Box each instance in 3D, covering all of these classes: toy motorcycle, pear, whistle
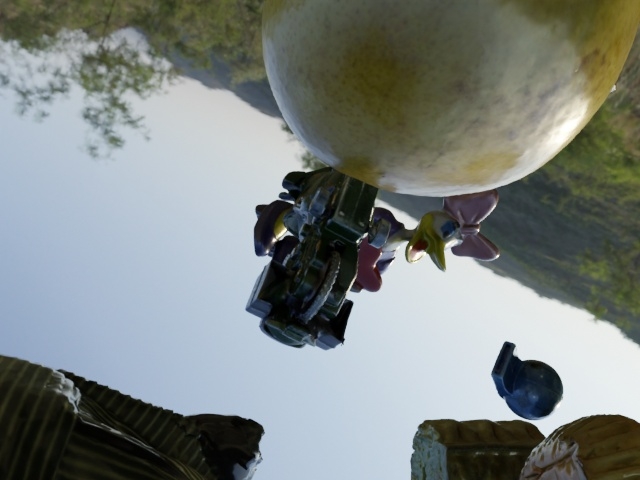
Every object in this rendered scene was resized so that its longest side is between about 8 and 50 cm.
[{"bbox_3d":[0.000,0.000,0.750,0.124,0.275,0.187,28,145,-11],"label":"toy motorcycle"},{"bbox_3d":[0.099,-0.184,0.560,0.314,0.315,0.314,21,-173,-3],"label":"pear"},{"bbox_3d":[0.286,0.197,0.918,0.090,0.090,0.158,26,163,30],"label":"whistle"}]

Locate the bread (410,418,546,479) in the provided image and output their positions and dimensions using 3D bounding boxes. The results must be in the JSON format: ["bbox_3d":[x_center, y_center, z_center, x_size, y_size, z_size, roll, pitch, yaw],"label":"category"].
[{"bbox_3d":[0.272,0.363,1.090,0.267,0.152,0.130,8,150,-28],"label":"bread"}]

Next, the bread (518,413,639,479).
[{"bbox_3d":[0.341,0.332,0.833,0.139,0.240,0.240,1,-167,-14],"label":"bread"}]

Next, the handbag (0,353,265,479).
[{"bbox_3d":[-0.150,0.246,0.365,0.240,0.341,0.247,8,-174,-10],"label":"handbag"}]

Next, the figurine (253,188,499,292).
[{"bbox_3d":[0.090,-0.006,1.170,0.420,0.154,0.193,4,-142,19],"label":"figurine"}]

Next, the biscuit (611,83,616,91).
[{"bbox_3d":[0.380,-0.245,1.123,0.215,0.034,0.182,-15,172,21],"label":"biscuit"}]
